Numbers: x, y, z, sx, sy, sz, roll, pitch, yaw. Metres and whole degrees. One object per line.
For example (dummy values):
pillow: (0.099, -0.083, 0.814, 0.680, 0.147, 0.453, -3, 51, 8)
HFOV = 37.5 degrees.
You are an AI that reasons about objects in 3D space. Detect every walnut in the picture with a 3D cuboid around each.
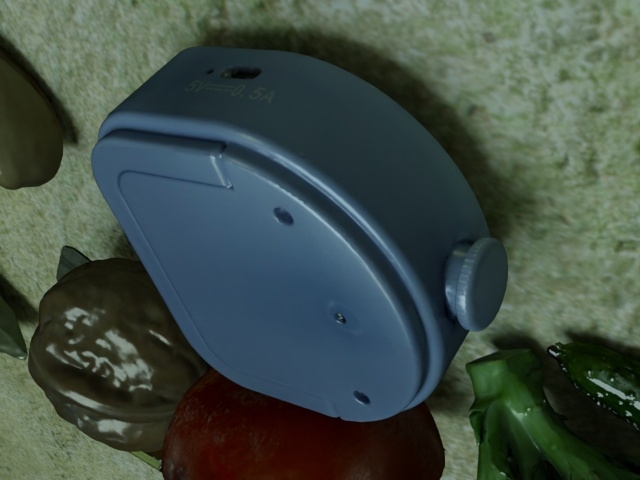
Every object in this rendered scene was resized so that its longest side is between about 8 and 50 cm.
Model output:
walnut: (-0.261, 0.153, 1.282, 0.273, 0.273, 0.227, 34, -177, 6)

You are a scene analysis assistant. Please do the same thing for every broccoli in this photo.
broccoli: (0.232, 0.238, 0.963, 0.254, 0.269, 0.269, -21, 126, 4)

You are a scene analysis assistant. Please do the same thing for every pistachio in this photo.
pistachio: (-0.403, -0.160, 1.140, 0.136, 0.136, 0.226, -13, 114, 51)

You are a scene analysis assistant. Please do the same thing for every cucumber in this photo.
cucumber: (0.318, 0.154, 0.885, 0.227, 0.069, 0.069, 29, 146, 21)

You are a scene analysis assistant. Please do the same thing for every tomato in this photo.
tomato: (-0.024, 0.201, 1.097, 0.338, 0.338, 0.144, 8, 109, 38)

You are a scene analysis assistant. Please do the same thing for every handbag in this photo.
handbag: (-0.667, 0.086, 1.700, 0.253, 0.109, 0.316, -4, 129, 52)

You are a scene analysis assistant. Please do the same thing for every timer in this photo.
timer: (0.000, 0.000, 0.893, 0.395, 0.173, 0.395, 25, 144, 20)

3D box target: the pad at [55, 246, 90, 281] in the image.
pad: (-0.354, 0.162, 1.540, 0.250, 0.055, 0.323, 37, 130, 0)

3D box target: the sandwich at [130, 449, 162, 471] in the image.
sandwich: (-0.321, 0.300, 1.618, 0.235, 0.128, 0.122, 26, 149, 18)
